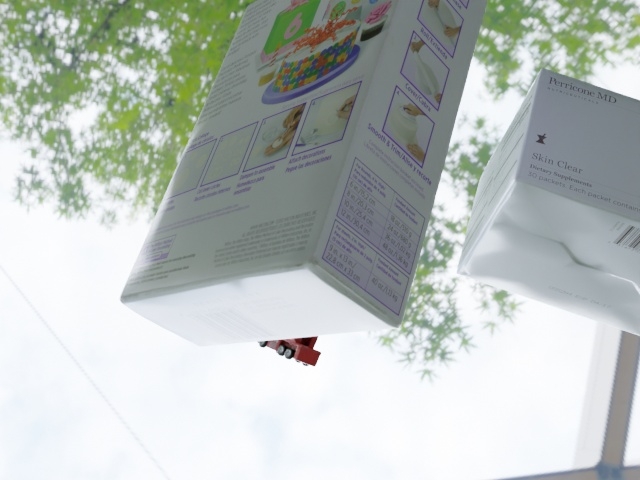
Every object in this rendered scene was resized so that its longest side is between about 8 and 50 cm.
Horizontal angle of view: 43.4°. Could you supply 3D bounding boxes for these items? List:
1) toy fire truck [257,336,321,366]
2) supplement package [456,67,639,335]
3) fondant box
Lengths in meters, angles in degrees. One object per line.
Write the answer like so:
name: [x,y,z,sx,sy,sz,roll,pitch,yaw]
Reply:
toy fire truck: [-0.025,0.141,1.366,0.047,0.192,0.135,27,-99,-34]
supplement package: [0.305,-0.026,0.837,0.261,0.204,0.145,18,-119,2]
fondant box: [-0.009,-0.086,0.654,0.096,0.238,0.331,35,-120,-33]
